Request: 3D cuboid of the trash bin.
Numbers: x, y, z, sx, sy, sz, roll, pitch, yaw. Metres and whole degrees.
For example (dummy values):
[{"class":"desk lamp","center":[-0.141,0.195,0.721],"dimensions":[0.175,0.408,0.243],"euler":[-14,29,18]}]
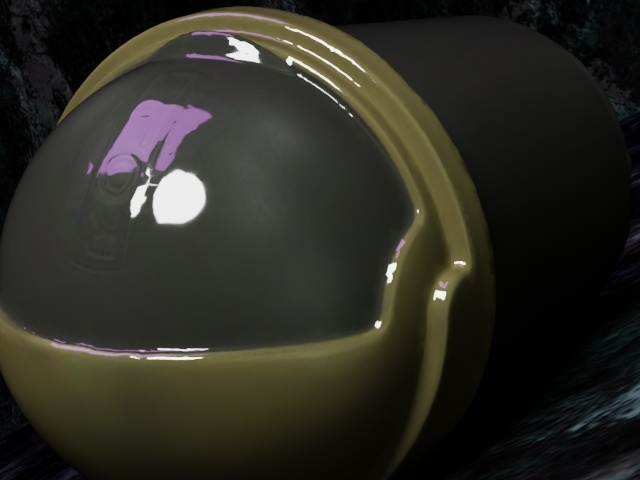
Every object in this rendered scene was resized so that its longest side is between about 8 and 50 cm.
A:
[{"class":"trash bin","center":[0.000,0.000,0.712],"dimensions":[0.214,0.214,0.334],"euler":[-27,-3,36]}]
